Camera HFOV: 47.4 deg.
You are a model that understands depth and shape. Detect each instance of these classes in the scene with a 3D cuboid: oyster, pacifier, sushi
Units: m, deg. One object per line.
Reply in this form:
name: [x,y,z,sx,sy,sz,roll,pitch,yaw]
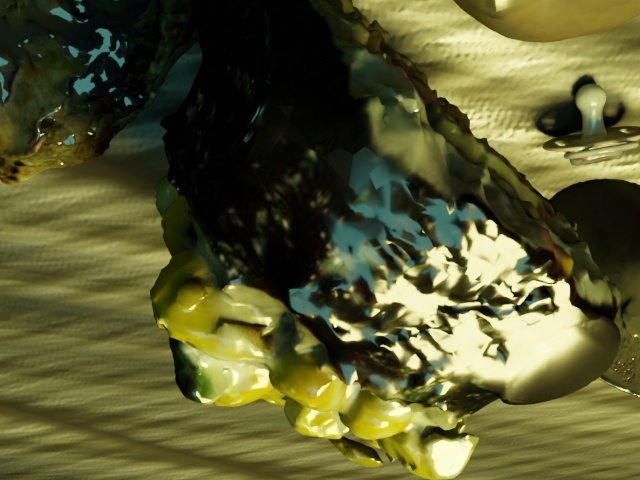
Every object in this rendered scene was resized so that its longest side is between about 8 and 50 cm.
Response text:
oyster: [-0.215,-0.185,0.592,0.221,0.096,0.361,38,117,-23]
pacifier: [0.267,-0.113,0.708,0.099,0.081,0.078,-9,103,3]
sushi: [0.000,0.000,0.549,0.285,0.328,0.328,-43,133,18]

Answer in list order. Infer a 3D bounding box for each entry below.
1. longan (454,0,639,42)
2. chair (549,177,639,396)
longan: [0.152,-0.278,0.417,0.288,0.288,0.350,-19,145,12]
chair: [0.318,-0.052,0.497,0.226,0.227,0.401,2,152,-6]
